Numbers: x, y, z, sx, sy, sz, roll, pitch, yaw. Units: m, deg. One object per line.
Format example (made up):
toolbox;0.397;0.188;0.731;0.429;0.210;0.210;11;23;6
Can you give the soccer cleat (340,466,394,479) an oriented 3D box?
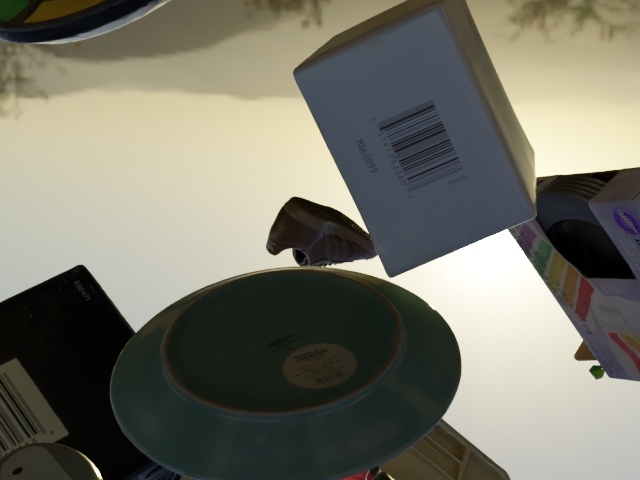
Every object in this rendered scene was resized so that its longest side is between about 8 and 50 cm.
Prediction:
soccer cleat;0.005;0.198;0.750;0.116;0.143;0.331;37;171;-7

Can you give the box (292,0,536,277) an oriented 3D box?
box;0.062;-0.073;0.785;0.091;0.130;0.170;-24;-170;14

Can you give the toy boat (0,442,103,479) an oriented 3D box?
toy boat;-0.113;0.267;0.681;0.148;0.318;0.267;-34;-169;-34

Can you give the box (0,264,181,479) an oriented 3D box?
box;-0.283;0.212;1.032;0.296;0.183;0.294;-27;158;-32

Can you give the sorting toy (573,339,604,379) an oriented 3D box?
sorting toy;0.330;0.132;1.561;0.062;0.012;0.083;-3;-138;49

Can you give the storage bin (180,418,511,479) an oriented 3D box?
storage bin;0.010;0.264;1.260;0.260;0.262;0.123;40;-149;-18

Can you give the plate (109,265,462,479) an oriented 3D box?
plate;-0.019;0.060;0.703;0.188;0.024;0.188;-4;-148;2

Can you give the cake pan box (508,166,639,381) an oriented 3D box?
cake pan box;0.330;0.038;1.388;0.070;0.267;0.246;-42;-162;-22

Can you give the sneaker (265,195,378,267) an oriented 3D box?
sneaker;0.000;0.000;1.577;0.188;0.071;0.066;24;-161;-52

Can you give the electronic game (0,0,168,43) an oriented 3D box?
electronic game;-0.163;-0.228;1.022;0.229;0.048;0.229;-18;-142;15
